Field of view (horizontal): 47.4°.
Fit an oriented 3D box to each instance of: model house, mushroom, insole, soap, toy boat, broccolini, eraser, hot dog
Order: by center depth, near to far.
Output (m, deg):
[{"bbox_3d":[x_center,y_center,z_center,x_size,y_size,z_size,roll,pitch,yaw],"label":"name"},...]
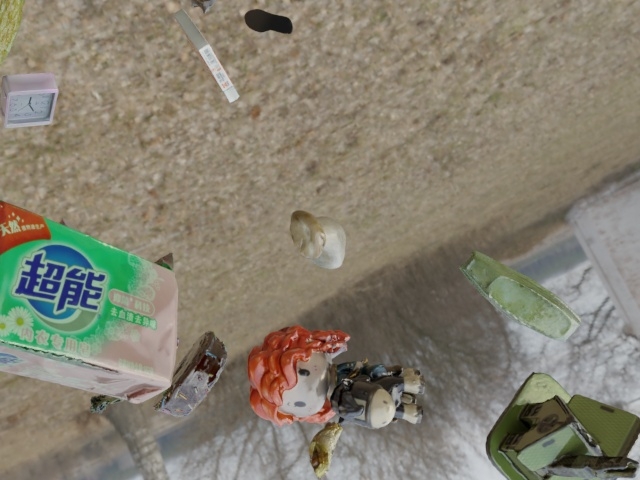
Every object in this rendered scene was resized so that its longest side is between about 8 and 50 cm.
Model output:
[{"bbox_3d":[-0.285,0.074,0.831,0.098,0.218,0.273,-24,146,28],"label":"soap"},{"bbox_3d":[0.460,0.334,1.217,0.218,0.205,0.278,-47,-174,-29],"label":"model house"},{"bbox_3d":[-0.002,0.000,1.398,0.088,0.097,0.212,10,176,13],"label":"mushroom"},{"bbox_3d":[0.401,0.121,1.439,0.093,0.293,0.055,-52,-161,19],"label":"toy boat"},{"bbox_3d":[-0.468,0.353,1.622,0.042,0.044,0.218,8,159,-31],"label":"broccolini"},{"bbox_3d":[0.004,0.528,1.876,0.078,0.061,0.169,-36,-160,40],"label":"hot dog"},{"bbox_3d":[-0.300,-0.486,1.930,0.038,0.157,0.230,-34,152,-2],"label":"eraser"},{"bbox_3d":[-0.141,-0.585,1.953,0.188,0.064,0.004,22,-138,38],"label":"insole"}]

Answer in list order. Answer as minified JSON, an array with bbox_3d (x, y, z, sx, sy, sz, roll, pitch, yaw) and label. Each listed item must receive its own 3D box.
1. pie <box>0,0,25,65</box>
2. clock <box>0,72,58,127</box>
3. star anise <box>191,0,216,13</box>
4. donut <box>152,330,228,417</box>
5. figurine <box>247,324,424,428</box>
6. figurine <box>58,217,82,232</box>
[{"bbox_3d":[-0.525,-0.288,1.054,0.277,0.078,0.277,-62,-171,17],"label":"pie"},{"bbox_3d":[-0.882,-0.420,2.197,0.150,0.063,0.197,-12,161,-32],"label":"clock"},{"bbox_3d":[-0.288,-0.651,1.708,0.110,0.199,0.257,-4,-154,-15],"label":"star anise"},{"bbox_3d":[-0.312,0.335,1.795,0.235,0.089,0.235,-52,-170,12],"label":"donut"},{"bbox_3d":[0.039,0.333,1.676,0.411,0.241,0.306,14,-158,26],"label":"figurine"},{"bbox_3d":[-0.551,0.061,1.320,0.275,0.158,0.161,-23,163,-16],"label":"figurine"}]
